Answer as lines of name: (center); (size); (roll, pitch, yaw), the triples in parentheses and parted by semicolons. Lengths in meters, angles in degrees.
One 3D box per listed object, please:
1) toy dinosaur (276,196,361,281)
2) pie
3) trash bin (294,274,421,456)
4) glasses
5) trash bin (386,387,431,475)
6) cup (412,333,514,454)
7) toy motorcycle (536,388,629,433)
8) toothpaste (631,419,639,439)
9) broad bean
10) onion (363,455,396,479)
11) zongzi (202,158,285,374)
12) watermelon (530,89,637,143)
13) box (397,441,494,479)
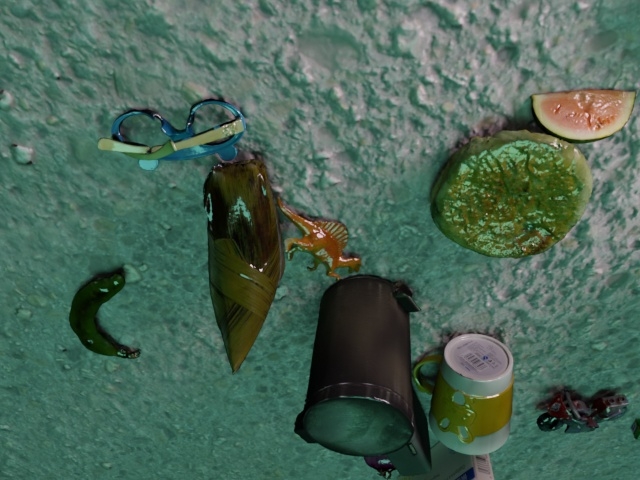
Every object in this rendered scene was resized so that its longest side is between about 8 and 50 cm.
toy dinosaur: (0.000, 0.002, 1.151); (0.143, 0.057, 0.212); (-12, 129, -1)
pie: (0.329, -0.079, 1.040); (0.277, 0.078, 0.276); (4, 131, 5)
trash bin: (0.079, 0.242, 1.184); (0.252, 0.301, 0.203); (-24, 125, 26)
glasses: (-0.251, -0.178, 0.966); (0.239, 0.207, 0.102); (-6, 92, 7)
trash bin: (0.189, 0.432, 1.412); (0.101, 0.176, 0.236); (-16, 129, 15)
cup: (0.316, 0.329, 1.336); (0.241, 0.185, 0.226); (20, 130, 29)
toy motorcycle: (0.624, 0.401, 1.416); (0.213, 0.082, 0.122); (-11, 138, 2)
toothpaste: (0.875, 0.474, 1.483); (0.179, 0.037, 0.043); (1, 126, 3)
broad bean: (-0.490, 0.172, 1.334); (0.144, 0.049, 0.291); (2, 132, -6)
onion: (0.171, 0.579, 1.580); (0.115, 0.104, 0.115); (-2, 165, 0)
zongzi: (-0.141, 0.041, 1.033); (0.139, 0.299, 0.286); (0, 130, 3)
watermelon: (0.422, -0.191, 0.970); (0.164, 0.086, 0.069); (1, 166, 7)
box: (0.320, 0.650, 1.563); (0.065, 0.200, 0.343); (21, 128, -16)
